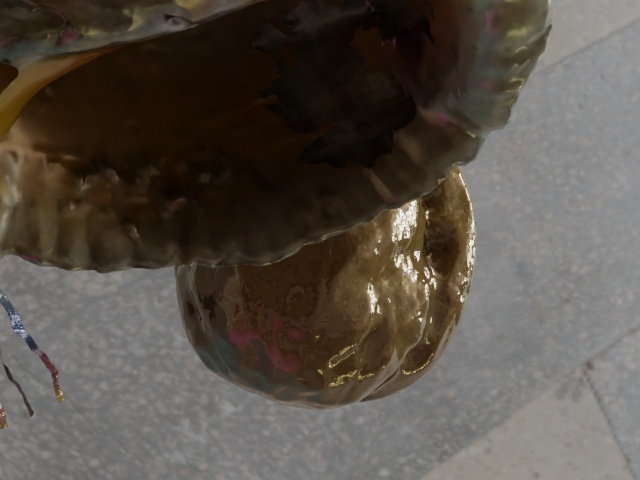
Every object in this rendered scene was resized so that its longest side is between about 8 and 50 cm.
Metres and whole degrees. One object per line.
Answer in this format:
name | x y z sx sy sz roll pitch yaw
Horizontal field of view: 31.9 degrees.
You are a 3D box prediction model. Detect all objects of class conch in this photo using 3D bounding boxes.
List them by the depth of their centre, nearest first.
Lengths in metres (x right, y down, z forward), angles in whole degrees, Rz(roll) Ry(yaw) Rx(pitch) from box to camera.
conch | -0.043 -0.128 0.486 0.297 0.352 0.210 56 20 -47

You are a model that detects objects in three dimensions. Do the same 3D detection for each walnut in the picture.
walnut | -0.003 0.014 1.316 0.384 0.384 0.383 2 84 -24

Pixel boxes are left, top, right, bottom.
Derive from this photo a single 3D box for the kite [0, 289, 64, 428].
kite | -0.354 0.008 1.001 0.022 0.204 0.360 -39 86 8
